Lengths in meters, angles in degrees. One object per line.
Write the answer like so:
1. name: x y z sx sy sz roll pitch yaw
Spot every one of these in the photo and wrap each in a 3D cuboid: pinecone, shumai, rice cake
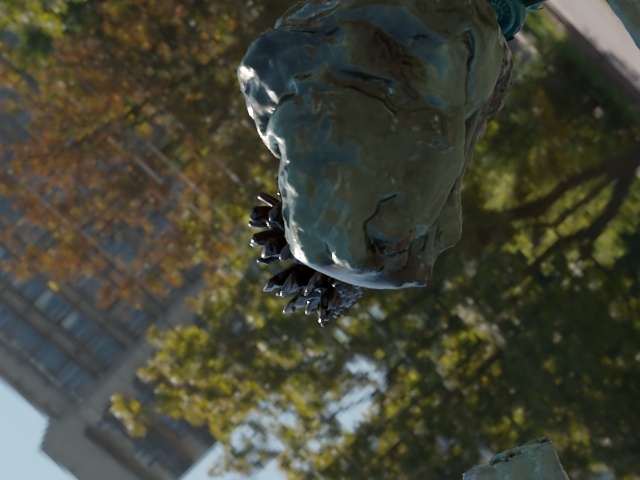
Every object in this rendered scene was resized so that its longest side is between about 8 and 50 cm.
1. pinecone: 0.000 0.000 1.583 0.208 0.208 0.208 43 -169 -10
2. shumai: 0.070 -0.088 1.291 0.309 0.304 0.263 7 -110 -29
3. rice cake: 0.235 0.324 1.365 0.038 0.124 0.211 53 -168 -56

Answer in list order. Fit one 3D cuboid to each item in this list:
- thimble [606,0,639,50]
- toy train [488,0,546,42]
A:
1. thimble: 0.354 -0.186 1.058 0.271 0.150 0.271 44 -158 -23
2. toy train: 0.247 -0.341 1.363 0.194 0.298 0.120 61 -144 -18
